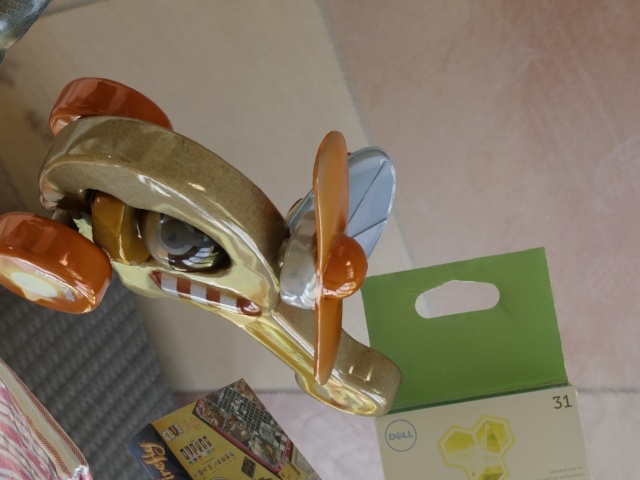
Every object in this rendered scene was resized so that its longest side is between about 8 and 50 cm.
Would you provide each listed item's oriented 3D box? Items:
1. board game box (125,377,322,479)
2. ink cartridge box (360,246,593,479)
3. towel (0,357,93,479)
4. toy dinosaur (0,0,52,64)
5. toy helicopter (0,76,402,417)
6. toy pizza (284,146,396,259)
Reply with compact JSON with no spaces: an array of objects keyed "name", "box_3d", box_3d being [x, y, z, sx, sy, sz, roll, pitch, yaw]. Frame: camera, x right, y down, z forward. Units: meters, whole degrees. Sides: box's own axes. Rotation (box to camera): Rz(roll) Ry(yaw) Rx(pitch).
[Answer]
[{"name":"board game box","box_3d":[-0.098,0.250,1.183,0.042,0.243,0.165,-42,80,17]},{"name":"ink cartridge box","box_3d":[0.129,0.134,0.894,0.171,0.056,0.235,-10,88,7]},{"name":"towel","box_3d":[-0.219,0.186,0.821,0.144,0.029,0.197,38,142,30]},{"name":"toy dinosaur","box_3d":[-0.175,-0.215,0.596,0.160,0.121,0.314,13,87,25]},{"name":"toy helicopter","box_3d":[-0.036,0.030,0.736,0.235,0.140,0.355,-3,146,38]},{"name":"toy pizza","box_3d":[0.000,0.000,0.970,0.032,0.201,0.201,33,133,22]}]
